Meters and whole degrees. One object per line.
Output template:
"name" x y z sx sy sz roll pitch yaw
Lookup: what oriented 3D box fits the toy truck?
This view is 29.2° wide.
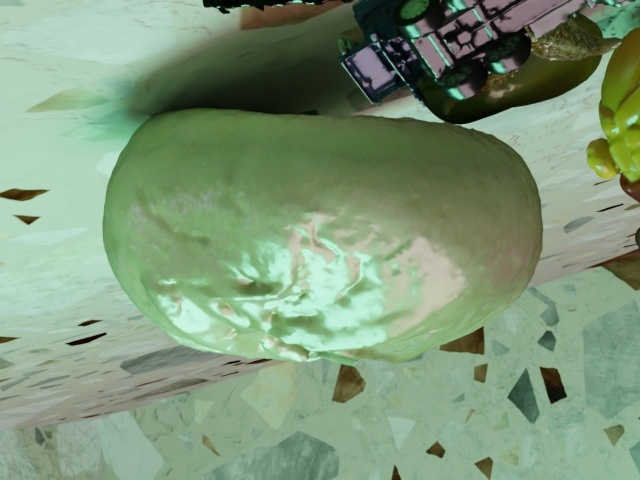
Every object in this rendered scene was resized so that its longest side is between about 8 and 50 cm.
"toy truck" 0.107 -0.155 0.765 0.202 0.088 0.074 -30 126 15

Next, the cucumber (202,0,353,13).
"cucumber" 0.027 -0.173 0.684 0.193 0.085 0.115 -13 -158 7

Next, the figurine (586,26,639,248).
"figurine" 0.387 -0.127 1.094 0.323 0.196 0.320 -23 178 -12

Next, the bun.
"bun" 0.000 0.000 1.019 0.361 0.213 0.361 4 -177 0

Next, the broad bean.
"broad bean" 0.155 -0.149 1.007 0.174 0.082 0.124 -20 176 -30

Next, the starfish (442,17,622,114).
"starfish" 0.145 -0.165 0.864 0.223 0.050 0.217 9 129 -41
